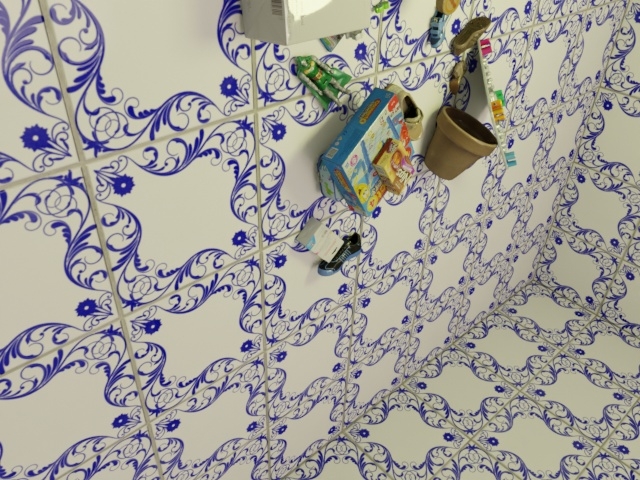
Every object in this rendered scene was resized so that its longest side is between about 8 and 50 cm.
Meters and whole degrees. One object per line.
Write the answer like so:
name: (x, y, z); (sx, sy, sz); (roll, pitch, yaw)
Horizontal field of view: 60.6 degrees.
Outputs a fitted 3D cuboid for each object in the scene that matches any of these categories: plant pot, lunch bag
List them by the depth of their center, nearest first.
lunch bag: (0.087, -0.246, 1.881); (0.219, 0.090, 0.176); (-40, 139, -28)
plant pot: (0.536, -0.375, 2.205); (0.263, 0.263, 0.229); (-8, 142, -46)

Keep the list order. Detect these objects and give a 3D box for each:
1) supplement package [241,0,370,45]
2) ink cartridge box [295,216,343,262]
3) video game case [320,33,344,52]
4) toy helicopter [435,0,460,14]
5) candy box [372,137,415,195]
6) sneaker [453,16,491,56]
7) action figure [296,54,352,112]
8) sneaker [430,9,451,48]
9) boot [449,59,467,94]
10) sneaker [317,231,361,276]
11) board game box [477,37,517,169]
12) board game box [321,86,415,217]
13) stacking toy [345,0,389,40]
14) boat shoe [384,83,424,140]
supplement package: (-0.033, -0.613, 1.376); (0.293, 0.175, 0.177); (-27, 128, -34)
ink cartridge box: (0.000, 0.000, 2.003); (0.104, 0.061, 0.181); (-54, 144, -1)
video game case: (0.049, -0.650, 1.590); (0.166, 0.015, 0.119); (-54, 145, -2)
toy helicopter: (0.358, -0.802, 1.538); (0.235, 0.140, 0.355); (-36, 143, -21)
candy box: (0.245, -0.241, 1.812); (0.109, 0.053, 0.186); (-57, 145, -10)
sneaker: (0.565, -0.770, 2.064); (0.188, 0.066, 0.071); (-40, 158, -13)
action figure: (0.001, -0.482, 1.633); (0.232, 0.063, 0.137); (24, 101, -50)
sneaker: (0.406, -0.743, 1.899); (0.059, 0.053, 0.144); (-2, 110, -49)
boot: (0.545, -0.643, 2.148); (0.087, 0.042, 0.118); (-50, 152, -21)
sneaker: (0.072, 0.049, 2.116); (0.232, 0.081, 0.090); (-36, 137, -36)
board game box: (0.710, -0.543, 2.191); (0.390, 0.050, 0.390); (44, 40, -54)
board game box: (0.168, -0.283, 1.805); (0.308, 0.086, 0.302); (-54, 146, -13)
stacking toy: (0.133, -0.707, 1.585); (0.221, 0.052, 0.167); (-48, 144, -28)
boat shoe: (0.319, -0.447, 1.987); (0.109, 0.098, 0.302); (-52, 144, -5)
